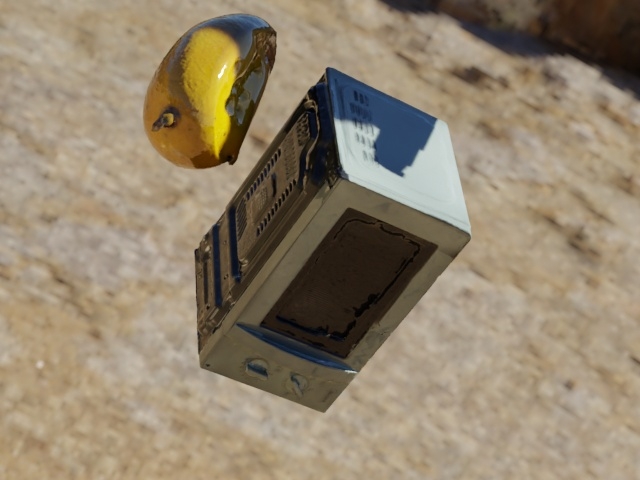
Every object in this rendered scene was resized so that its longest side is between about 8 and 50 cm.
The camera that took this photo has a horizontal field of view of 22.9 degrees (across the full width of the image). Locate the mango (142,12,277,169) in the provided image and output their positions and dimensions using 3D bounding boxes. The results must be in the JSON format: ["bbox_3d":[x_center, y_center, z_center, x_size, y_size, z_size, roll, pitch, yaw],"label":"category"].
[{"bbox_3d":[-0.076,-0.113,1.147,0.066,0.101,0.187,14,35,18],"label":"mango"}]

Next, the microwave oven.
[{"bbox_3d":[0.000,0.000,1.198,0.122,0.208,0.162,23,34,-24],"label":"microwave oven"}]
